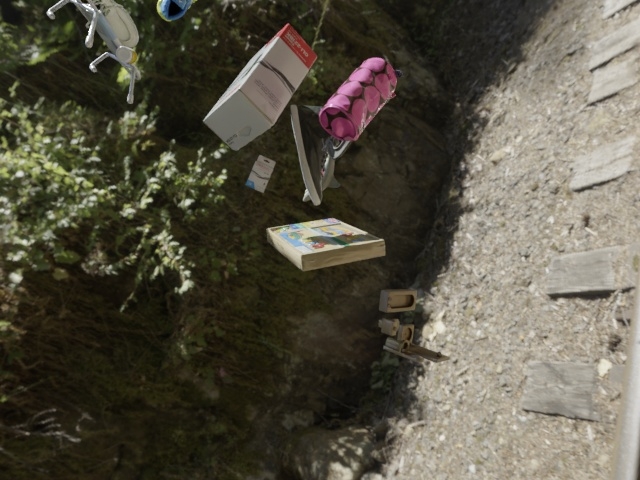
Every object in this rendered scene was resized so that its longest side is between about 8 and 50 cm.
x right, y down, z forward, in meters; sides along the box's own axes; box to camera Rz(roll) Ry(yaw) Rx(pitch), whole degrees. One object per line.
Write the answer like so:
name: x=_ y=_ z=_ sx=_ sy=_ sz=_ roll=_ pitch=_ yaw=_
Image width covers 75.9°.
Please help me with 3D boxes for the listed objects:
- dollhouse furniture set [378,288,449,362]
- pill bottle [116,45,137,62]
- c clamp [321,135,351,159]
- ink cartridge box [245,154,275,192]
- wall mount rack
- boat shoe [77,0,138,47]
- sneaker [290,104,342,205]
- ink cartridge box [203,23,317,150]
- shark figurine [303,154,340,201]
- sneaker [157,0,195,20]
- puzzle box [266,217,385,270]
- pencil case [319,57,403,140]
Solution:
dollhouse furniture set: x=0.229 y=0.205 z=0.988 sx=0.123 sy=0.143 sz=0.152 roll=10 pitch=94 yaw=48
pill bottle: x=-0.569 y=-0.546 z=1.211 sx=0.043 sy=0.043 sz=0.083 roll=-57 pitch=17 yaw=13
c clamp: x=0.050 y=-0.257 z=0.941 sx=0.161 sy=0.022 sz=0.137 roll=-48 pitch=34 yaw=33
ink cartridge box: x=-0.149 y=-0.168 z=1.031 sx=0.028 sy=0.048 sz=0.084 roll=-106 pitch=39 yaw=-80
wall mount rack: x=-0.689 y=-0.604 z=1.292 sx=0.130 sy=0.304 sz=0.350 roll=-47 pitch=-27 yaw=-15
boat shoe: x=-0.786 y=-0.822 z=1.429 sx=0.135 sy=0.367 sz=0.157 roll=-32 pitch=48 yaw=4
sneaker: x=0.009 y=-0.253 z=1.163 sx=0.104 sy=0.146 sz=0.296 roll=111 pitch=149 yaw=-83
ink cartridge box: x=-0.153 y=-0.385 z=1.046 sx=0.196 sy=0.114 sz=0.273 roll=-14 pitch=43 yaw=49
shark figurine: x=0.038 y=-0.275 z=1.694 sx=0.166 sy=0.116 sz=0.278 roll=-35 pitch=-21 yaw=-45
sneaker: x=-0.427 y=-0.798 z=1.321 sx=0.240 sy=0.091 sz=0.126 roll=-44 pitch=46 yaw=15
puzzle box: x=0.000 y=0.000 z=1.361 sx=0.409 sy=0.271 sz=0.052 roll=-151 pitch=54 yaw=-65
pencil case: x=0.083 y=-0.284 z=0.834 sx=0.095 sy=0.098 sz=0.209 roll=1 pitch=44 yaw=46
